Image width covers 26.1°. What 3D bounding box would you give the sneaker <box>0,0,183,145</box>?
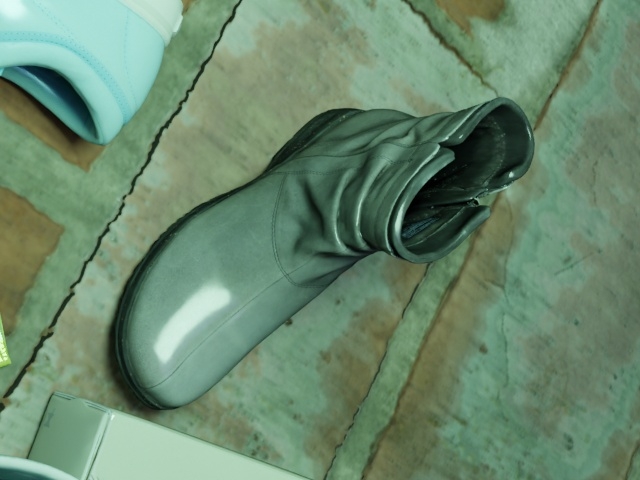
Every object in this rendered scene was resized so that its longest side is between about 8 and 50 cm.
[{"bbox_3d":[-0.260,-0.176,0.944,0.366,0.135,0.150,25,74,-32],"label":"sneaker"}]

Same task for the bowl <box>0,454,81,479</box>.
[{"bbox_3d":[-0.278,0.261,0.909,0.312,0.163,0.311,-11,109,-32],"label":"bowl"}]

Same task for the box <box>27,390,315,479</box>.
[{"bbox_3d":[-0.089,0.208,1.088,0.275,0.113,0.094,25,79,-31],"label":"box"}]

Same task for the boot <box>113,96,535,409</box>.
[{"bbox_3d":[0.000,0.000,1.074,0.338,0.223,0.118,-51,118,-23],"label":"boot"}]

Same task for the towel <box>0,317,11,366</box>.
[{"bbox_3d":[-0.272,0.075,1.018,0.083,0.009,0.060,-14,99,-33],"label":"towel"}]
